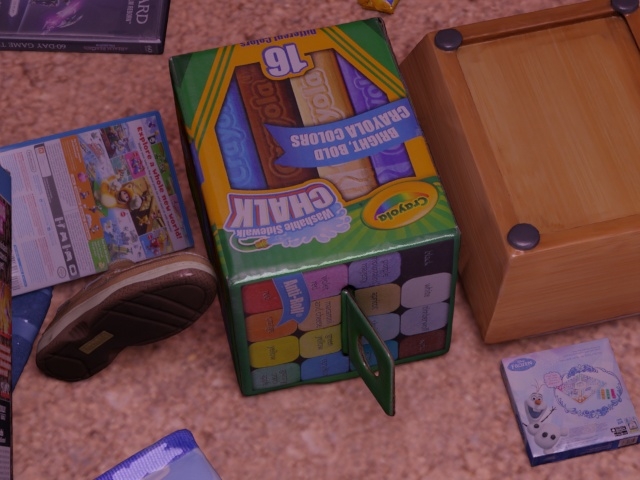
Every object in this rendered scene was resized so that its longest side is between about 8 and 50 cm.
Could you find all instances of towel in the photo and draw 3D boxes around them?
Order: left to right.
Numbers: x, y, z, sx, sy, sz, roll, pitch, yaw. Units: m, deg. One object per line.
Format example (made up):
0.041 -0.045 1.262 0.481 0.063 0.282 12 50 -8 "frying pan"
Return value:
-0.263 0.076 1.299 0.067 0.029 0.119 17 56 2 "towel"

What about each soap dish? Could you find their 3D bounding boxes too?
0.206 -0.070 1.338 0.228 0.118 0.291 -11 56 -7 "soap dish"

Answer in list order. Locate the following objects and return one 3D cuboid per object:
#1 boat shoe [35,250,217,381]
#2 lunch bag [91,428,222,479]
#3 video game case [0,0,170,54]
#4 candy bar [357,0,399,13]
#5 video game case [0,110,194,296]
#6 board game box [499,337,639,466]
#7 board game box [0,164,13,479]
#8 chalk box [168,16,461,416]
-0.153 0.042 1.248 0.190 0.068 0.072 -26 44 33 "boat shoe"
-0.167 0.364 0.986 0.385 0.239 0.328 -27 61 -24 "lunch bag"
-0.276 -0.261 1.531 0.274 0.026 0.196 2 56 1 "video game case"
0.082 -0.272 1.536 0.040 0.018 0.161 21 58 14 "candy bar"
-0.196 -0.031 1.322 0.166 0.015 0.119 -16 93 -23 "video game case"
0.196 0.126 1.265 0.090 0.020 0.090 -11 57 -6 "board game box"
-0.305 0.073 1.125 0.141 0.232 0.291 -2 80 0 "board game box"
0.000 0.000 1.258 0.179 0.180 0.289 -11 55 -7 "chalk box"
